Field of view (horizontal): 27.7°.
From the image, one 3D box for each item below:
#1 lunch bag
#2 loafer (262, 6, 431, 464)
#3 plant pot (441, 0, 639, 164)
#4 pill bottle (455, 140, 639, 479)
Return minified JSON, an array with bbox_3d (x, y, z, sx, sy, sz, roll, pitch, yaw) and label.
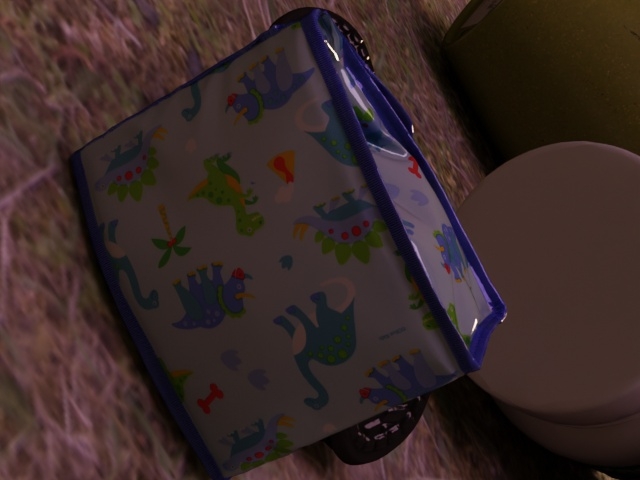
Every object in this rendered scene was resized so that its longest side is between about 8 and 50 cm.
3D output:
[{"bbox_3d":[-0.016,0.000,0.530,0.151,0.128,0.096,60,20,-6],"label":"lunch bag"},{"bbox_3d":[0.000,0.000,0.640,0.080,0.078,0.220,-7,88,-42],"label":"loafer"},{"bbox_3d":[0.264,-0.130,1.197,0.293,0.275,0.275,42,26,-11],"label":"plant pot"},{"bbox_3d":[0.230,0.069,0.926,0.361,0.204,0.204,29,40,-55],"label":"pill bottle"}]
